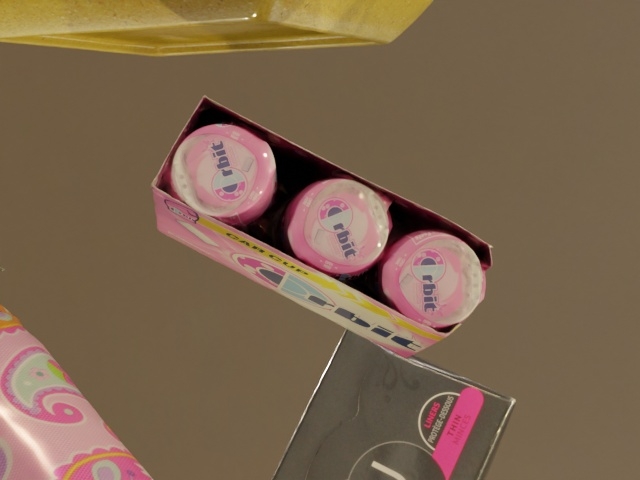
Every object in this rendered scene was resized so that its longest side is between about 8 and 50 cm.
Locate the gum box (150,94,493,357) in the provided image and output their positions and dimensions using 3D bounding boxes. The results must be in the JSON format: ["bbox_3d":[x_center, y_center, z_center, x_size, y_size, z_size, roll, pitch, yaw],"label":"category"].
[{"bbox_3d":[0.000,0.000,0.613,0.062,0.188,0.107,-63,-178,-13],"label":"gum box"}]

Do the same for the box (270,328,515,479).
[{"bbox_3d":[0.060,0.195,0.883,0.143,0.270,0.165,24,-102,13],"label":"box"}]

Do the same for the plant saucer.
[{"bbox_3d":[-0.093,-0.189,0.798,0.332,0.333,0.081,1,-83,25],"label":"plant saucer"}]

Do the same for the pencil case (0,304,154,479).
[{"bbox_3d":[-0.124,0.139,0.453,0.284,0.124,0.124,39,-59,35],"label":"pencil case"}]

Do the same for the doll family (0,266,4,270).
[{"bbox_3d":[-0.292,0.008,0.802,0.193,0.076,0.111,52,-22,34],"label":"doll family"}]
